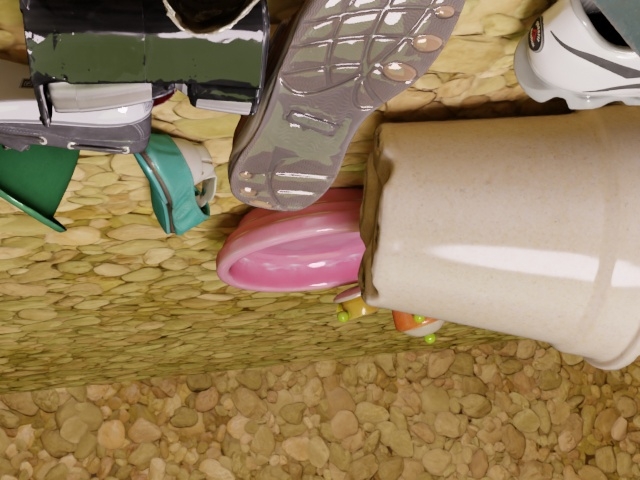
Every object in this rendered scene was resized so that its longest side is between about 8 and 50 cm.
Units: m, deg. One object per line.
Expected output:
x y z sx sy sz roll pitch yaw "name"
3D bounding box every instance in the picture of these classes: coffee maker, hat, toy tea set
-0.130 -0.166 0.633 0.178 0.120 0.171 -5 162 -12 "coffee maker"
-0.281 -0.125 0.861 0.209 0.183 0.173 34 174 -3 "hat"
0.190 0.097 1.457 0.336 0.124 0.200 -20 -179 -44 "toy tea set"

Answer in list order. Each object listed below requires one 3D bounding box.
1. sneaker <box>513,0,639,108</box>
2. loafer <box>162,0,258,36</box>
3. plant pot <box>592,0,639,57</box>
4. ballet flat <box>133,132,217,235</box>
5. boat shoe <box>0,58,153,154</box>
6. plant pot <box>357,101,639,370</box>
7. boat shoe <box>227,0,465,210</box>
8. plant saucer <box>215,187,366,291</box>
0.361 -0.194 0.767 0.331 0.122 0.146 -7 165 -5 "sneaker"
-0.024 -0.214 0.469 0.102 0.092 0.268 14 145 -19 "loafer"
0.355 -0.213 0.519 0.248 0.247 0.252 -1 137 -23 "plant pot"
-0.170 -0.078 1.003 0.087 0.083 0.247 -30 167 -12 "ballet flat"
-0.261 -0.113 0.740 0.229 0.080 0.076 2 133 -3 "boat shoe"
0.208 -0.019 1.003 0.306 0.333 0.334 4 162 -3 "plant pot"
0.007 -0.165 0.722 0.123 0.116 0.324 20 132 -27 "boat shoe"
0.000 0.000 1.299 0.332 0.084 0.332 -8 162 -2 "plant saucer"
